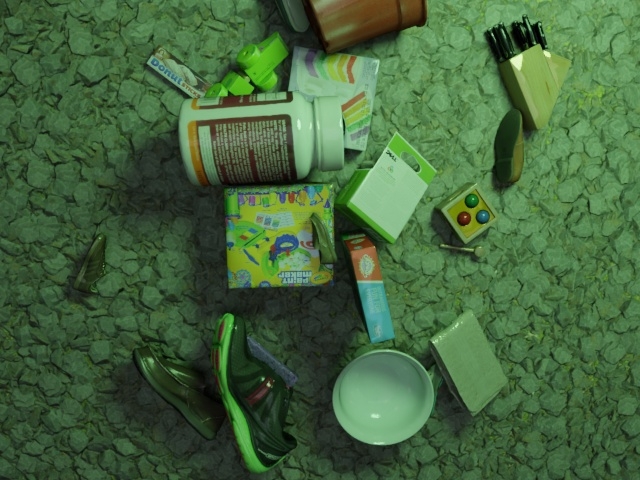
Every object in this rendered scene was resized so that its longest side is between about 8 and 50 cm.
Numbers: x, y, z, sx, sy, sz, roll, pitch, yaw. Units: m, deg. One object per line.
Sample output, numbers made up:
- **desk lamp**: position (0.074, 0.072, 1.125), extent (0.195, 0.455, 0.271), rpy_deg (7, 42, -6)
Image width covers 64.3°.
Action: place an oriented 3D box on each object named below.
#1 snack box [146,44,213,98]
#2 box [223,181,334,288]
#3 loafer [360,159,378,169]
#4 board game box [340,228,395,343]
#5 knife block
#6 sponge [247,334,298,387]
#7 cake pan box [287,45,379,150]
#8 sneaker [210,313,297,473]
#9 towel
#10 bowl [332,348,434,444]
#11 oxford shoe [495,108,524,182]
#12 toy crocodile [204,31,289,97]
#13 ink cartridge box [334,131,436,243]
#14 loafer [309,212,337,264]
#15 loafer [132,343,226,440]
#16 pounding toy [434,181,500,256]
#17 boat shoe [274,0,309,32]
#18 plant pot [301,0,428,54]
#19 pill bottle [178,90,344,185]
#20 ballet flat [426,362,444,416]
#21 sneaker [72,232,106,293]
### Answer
- **snack box**: position (-0.391, -0.464, 1.423), extent (0.178, 0.022, 0.064), rpy_deg (36, 97, -8)
- **box**: position (-0.111, -0.021, 1.427), extent (0.289, 0.177, 0.280), rpy_deg (-1, 99, -3)
- **loafer**: position (0.177, -0.209, 1.485), extent (0.125, 0.039, 0.045), rpy_deg (17, 138, -4)
- **board game box**: position (0.121, 0.110, 1.388), extent (0.064, 0.316, 0.243), rpy_deg (-13, 100, 0)
- **knife block**: position (0.556, -0.475, 1.431), extent (0.241, 0.088, 0.276), rpy_deg (18, 98, -4)
- **sponge**: position (-0.183, 0.398, 1.564), extent (0.210, 0.031, 0.117), rpy_deg (41, 96, -8)
- **cake pan box**: position (0.026, -0.389, 1.432), extent (0.245, 0.070, 0.267), rpy_deg (10, 99, -2)
- **sneaker**: position (-0.192, 0.427, 1.487), extent (0.202, 0.185, 0.483), rpy_deg (-18, 103, -18)
- **towel**: position (0.451, 0.371, 1.549), extent (0.187, 0.049, 0.282), rpy_deg (-31, 99, -26)
- **bowl**: position (0.180, 0.447, 1.536), extent (0.297, 0.134, 0.298), rpy_deg (0, 100, -2)
- **oxford shoe**: position (0.560, -0.273, 1.483), extent (0.076, 0.076, 0.213), rpy_deg (1, 98, -33)
- **toy crocodile**: position (-0.224, -0.433, 1.400), extent (0.340, 0.105, 0.115), rpy_deg (-47, 139, 4)
- **ink cartridge box**: position (0.186, -0.147, 1.443), extent (0.188, 0.097, 0.255), rpy_deg (38, 79, -23)
- **loafer**: position (0.000, 0.000, 1.320), extent (0.050, 0.056, 0.148), rpy_deg (-24, 100, -6)
- **loafer**: position (-0.414, 0.434, 1.527), extent (0.130, 0.133, 0.366), rpy_deg (-45, 109, -22)
- **pounding toy**: position (0.430, -0.033, 1.491), extent (0.181, 0.094, 0.206), rpy_deg (-37, 98, 3)
- **boat shoe**: position (-0.114, -0.718, 1.375), extent (0.099, 0.116, 0.320), rpy_deg (-4, 112, 42)
- **plant pot**: position (0.095, -0.625, 1.296), extent (0.264, 0.272, 0.273), rpy_deg (-23, 99, 3)
- **pill bottle**: position (-0.142, -0.261, 1.302), extent (0.391, 0.224, 0.224), rpy_deg (-4, 99, -1)
- **ballet flat**: position (0.339, 0.448, 1.577), extent (0.068, 0.072, 0.213), rpy_deg (17, 97, 6)
- **sneaker**: position (-0.653, 0.068, 1.484), extent (0.071, 0.066, 0.189), rpy_deg (25, 103, -23)
